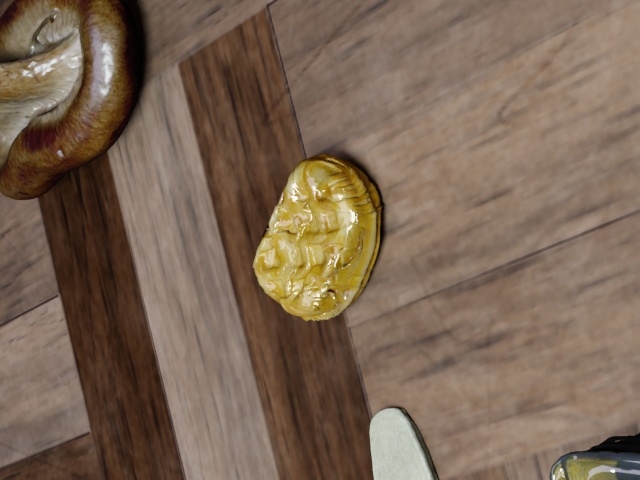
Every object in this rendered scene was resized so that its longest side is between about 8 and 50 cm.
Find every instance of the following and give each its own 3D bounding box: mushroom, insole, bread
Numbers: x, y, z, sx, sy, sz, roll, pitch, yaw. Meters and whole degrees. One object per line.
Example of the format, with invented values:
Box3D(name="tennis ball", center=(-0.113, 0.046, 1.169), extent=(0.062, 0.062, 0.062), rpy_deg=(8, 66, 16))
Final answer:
Box3D(name="mushroom", center=(-0.255, -0.106, 1.399), extent=(0.227, 0.217, 0.148), rpy_deg=(-39, 64, 46))
Box3D(name="insole", center=(0.067, 0.197, 1.213), extent=(0.063, 0.010, 0.192), rpy_deg=(-36, 67, 47))
Box3D(name="bread", center=(0.000, 0.000, 1.241), extent=(0.083, 0.044, 0.111), rpy_deg=(46, 126, 35))

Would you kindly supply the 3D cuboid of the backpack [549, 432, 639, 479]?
Box3D(name="backpack", center=(0.206, 0.215, 0.963), extent=(0.206, 0.133, 0.258), rpy_deg=(7, 107, 41))
